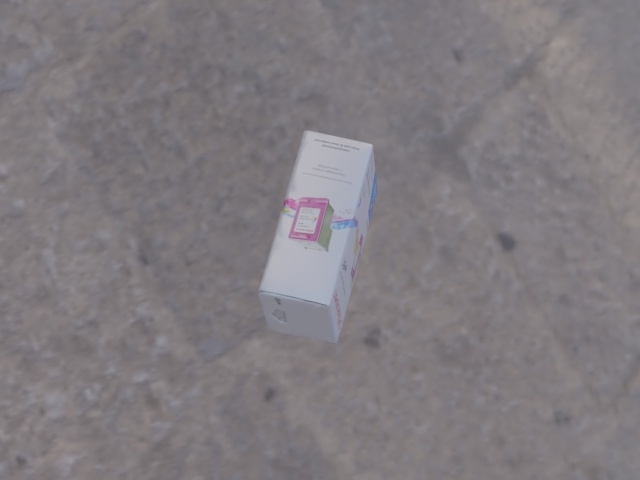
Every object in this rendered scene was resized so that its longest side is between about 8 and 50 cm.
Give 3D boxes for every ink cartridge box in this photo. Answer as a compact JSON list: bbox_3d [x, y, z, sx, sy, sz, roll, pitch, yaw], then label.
[{"bbox_3d":[0.000,0.000,1.079,0.088,0.052,0.122,77,28,-69],"label":"ink cartridge box"}]
